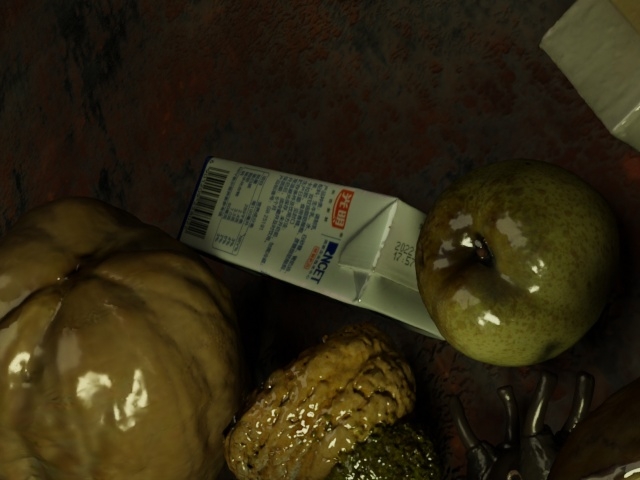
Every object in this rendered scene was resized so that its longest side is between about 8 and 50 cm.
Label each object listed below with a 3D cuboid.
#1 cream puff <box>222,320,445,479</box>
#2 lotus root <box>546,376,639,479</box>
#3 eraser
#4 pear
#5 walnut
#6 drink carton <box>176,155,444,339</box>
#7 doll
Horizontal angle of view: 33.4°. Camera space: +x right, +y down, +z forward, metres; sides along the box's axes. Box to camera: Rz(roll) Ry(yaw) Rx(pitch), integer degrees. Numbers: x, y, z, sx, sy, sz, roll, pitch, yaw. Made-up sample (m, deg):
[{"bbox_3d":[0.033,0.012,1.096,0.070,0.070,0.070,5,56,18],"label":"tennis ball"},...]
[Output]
[{"bbox_3d":[0.026,0.186,0.914,0.183,0.183,0.169,-47,70,22],"label":"cream puff"},{"bbox_3d":[0.237,0.157,0.652,0.199,0.188,0.180,3,31,16],"label":"lotus root"},{"bbox_3d":[0.333,-0.230,0.820,0.343,0.078,0.144,-47,42,24],"label":"eraser"},{"bbox_3d":[0.155,0.015,0.850,0.167,0.136,0.167,-18,63,39],"label":"pear"},{"bbox_3d":[-0.219,0.135,1.083,0.306,0.306,0.344,-114,23,-43],"label":"walnut"},{"bbox_3d":[0.000,0.000,1.040,0.315,0.130,0.107,15,84,51],"label":"drink carton"},{"bbox_3d":[0.155,0.187,0.819,0.139,0.057,0.165,-23,68,57],"label":"doll"}]
